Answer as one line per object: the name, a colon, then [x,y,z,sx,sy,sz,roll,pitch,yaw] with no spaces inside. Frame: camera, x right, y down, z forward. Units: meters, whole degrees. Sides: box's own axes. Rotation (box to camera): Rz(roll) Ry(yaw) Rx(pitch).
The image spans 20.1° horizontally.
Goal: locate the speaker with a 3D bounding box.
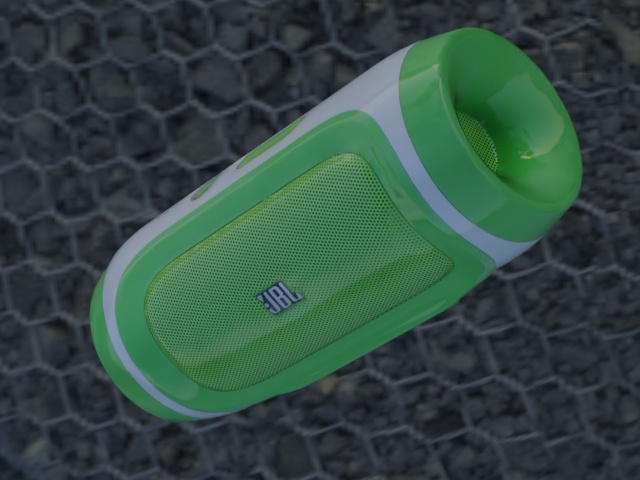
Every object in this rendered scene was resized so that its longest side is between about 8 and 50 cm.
speaker: [0.000,0.000,1.009,0.296,0.131,0.131,-32,79,38]
